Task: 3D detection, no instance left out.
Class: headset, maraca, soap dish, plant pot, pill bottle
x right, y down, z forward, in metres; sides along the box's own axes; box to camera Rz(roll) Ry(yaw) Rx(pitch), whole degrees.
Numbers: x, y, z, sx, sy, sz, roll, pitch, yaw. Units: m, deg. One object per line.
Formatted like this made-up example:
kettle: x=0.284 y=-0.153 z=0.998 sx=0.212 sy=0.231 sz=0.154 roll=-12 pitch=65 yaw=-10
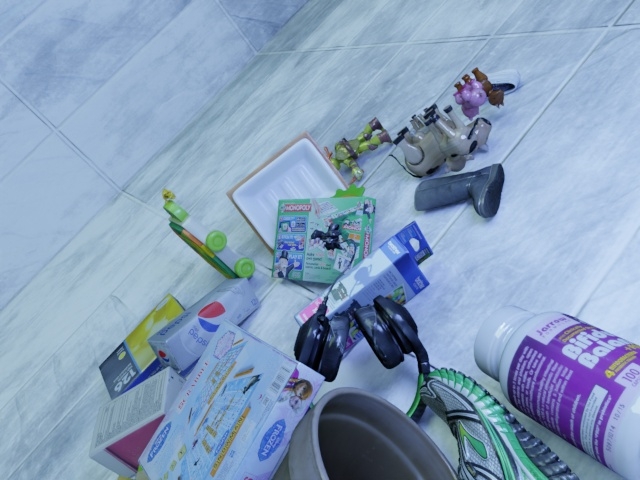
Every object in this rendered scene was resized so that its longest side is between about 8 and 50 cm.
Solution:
headset: x=0.061 y=0.171 z=1.106 sx=0.244 sy=0.185 sz=0.394 roll=-12 pitch=79 yaw=-1
maraca: x=0.072 y=-0.075 z=1.615 sx=0.127 sy=0.099 sz=0.185 roll=-15 pitch=47 yaw=14
soap dish: x=-0.083 y=-0.131 z=1.749 sx=0.291 sy=0.229 sz=0.118 roll=-37 pitch=3 yaw=6
plant pot: x=0.028 y=0.428 z=0.911 sx=0.280 sy=0.323 sz=0.323 roll=-47 pitch=29 yaw=21
pill bottle: x=0.374 y=0.204 z=0.906 sx=0.169 sy=0.169 sz=0.301 roll=-47 pitch=33 yaw=-10

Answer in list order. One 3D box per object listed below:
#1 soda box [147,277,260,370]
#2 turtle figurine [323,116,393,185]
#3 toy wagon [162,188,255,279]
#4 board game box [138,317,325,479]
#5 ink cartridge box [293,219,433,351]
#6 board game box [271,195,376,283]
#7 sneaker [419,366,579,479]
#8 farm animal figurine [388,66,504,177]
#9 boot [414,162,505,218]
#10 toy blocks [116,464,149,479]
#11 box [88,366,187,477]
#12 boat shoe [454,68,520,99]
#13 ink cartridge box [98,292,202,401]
soda box: x=-0.291 y=0.207 z=1.579 sx=0.098 sy=0.091 sz=0.286 roll=-7 pitch=25 yaw=47
turtle figurine: x=0.097 y=-0.279 z=1.856 sx=0.217 sy=0.087 sz=0.269 roll=-35 pitch=32 yaw=8
toy wagon: x=-0.332 y=-0.007 z=1.730 sx=0.068 sy=0.344 sz=0.267 roll=-51 pitch=34 yaw=-13
board game box: x=-0.169 y=0.320 z=1.086 sx=0.318 sy=0.066 sz=0.318 roll=-59 pitch=30 yaw=-10
ink cartridge box: x=0.110 y=0.107 z=1.282 sx=0.311 sy=0.186 sz=0.065 roll=-41 pitch=57 yaw=1
board game box: x=0.000 y=0.000 z=1.557 sx=0.317 sy=0.046 sz=0.213 roll=3 pitch=85 yaw=47
sneaker: x=0.244 y=0.319 z=0.934 sx=0.146 sy=0.134 sz=0.343 roll=-42 pitch=33 yaw=-2
farm animal figurine: x=0.322 y=-0.254 z=1.517 sx=0.327 sy=0.172 sz=0.330 roll=-33 pitch=12 yaw=44
boot: x=0.310 y=-0.102 z=1.435 sx=0.209 sy=0.076 sz=0.189 roll=-6 pitch=31 yaw=32
toy blocks: x=-0.242 y=0.543 z=1.156 sx=0.261 sy=0.190 sz=0.381 roll=-19 pitch=27 yaw=10
box: x=-0.414 y=0.437 z=1.482 sx=0.232 sy=0.127 sz=0.148 roll=-32 pitch=33 yaw=14
boat shoe: x=0.449 y=-0.410 z=1.683 sx=0.184 sy=0.066 sz=0.063 roll=-3 pitch=46 yaw=31
ink cartridge box: x=-0.471 y=0.324 z=1.737 sx=0.303 sy=0.072 sz=0.307 roll=-46 pitch=31 yaw=-10
